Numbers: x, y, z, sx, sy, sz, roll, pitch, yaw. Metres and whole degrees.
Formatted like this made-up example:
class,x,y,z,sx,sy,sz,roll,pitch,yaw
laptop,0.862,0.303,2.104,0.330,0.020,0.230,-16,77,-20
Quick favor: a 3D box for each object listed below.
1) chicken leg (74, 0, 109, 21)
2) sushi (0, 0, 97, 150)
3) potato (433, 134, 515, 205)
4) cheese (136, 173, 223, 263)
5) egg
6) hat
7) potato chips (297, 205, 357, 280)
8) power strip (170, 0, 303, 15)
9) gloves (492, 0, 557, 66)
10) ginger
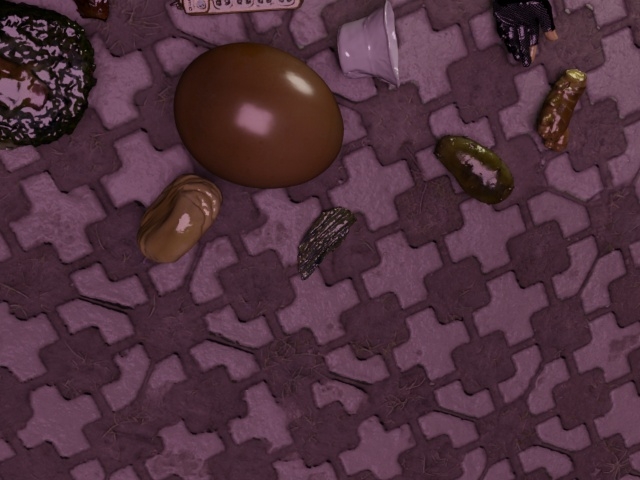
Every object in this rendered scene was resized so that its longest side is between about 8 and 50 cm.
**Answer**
class,x,y,z,sx,sy,sz,roll,pitch,yaw
chicken leg,-0.568,-0.562,1.572,0.304,0.093,0.113,36,124,-27
sushi,-0.650,-0.343,1.568,0.351,0.178,0.294,9,107,-16
potato,0.377,-0.176,1.846,0.225,0.090,0.117,37,104,-11
cheese,-0.317,-0.046,1.701,0.117,0.214,0.226,39,90,-22
egg,-0.128,-0.261,1.619,0.373,0.301,0.301,15,103,-13
hat,0.106,-0.430,1.692,0.126,0.203,0.203,-4,108,10
potato chips,0.000,0.000,1.866,0.092,0.028,0.207,41,94,-17
power strip,-0.178,-0.533,1.665,0.305,0.044,0.064,-6,108,-8
gloves,0.476,-0.498,1.776,0.129,0.106,0.181,-22,138,-2
ginger,0.575,-0.315,1.842,0.115,0.081,0.206,2,107,-18
